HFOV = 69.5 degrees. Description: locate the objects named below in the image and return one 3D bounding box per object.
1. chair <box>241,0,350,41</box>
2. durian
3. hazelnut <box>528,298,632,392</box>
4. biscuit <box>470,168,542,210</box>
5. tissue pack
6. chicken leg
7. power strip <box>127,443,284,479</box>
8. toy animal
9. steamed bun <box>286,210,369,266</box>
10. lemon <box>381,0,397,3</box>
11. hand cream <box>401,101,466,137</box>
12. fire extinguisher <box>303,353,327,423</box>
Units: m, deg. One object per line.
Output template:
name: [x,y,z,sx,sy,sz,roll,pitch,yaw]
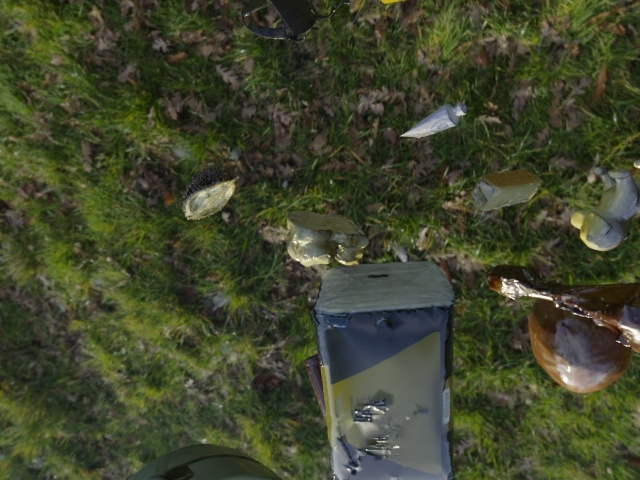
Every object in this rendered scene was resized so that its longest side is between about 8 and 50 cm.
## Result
chair: [-0.073,-0.532,1.046,0.213,0.174,0.149,0,134,53]
durian: [-0.220,-0.105,0.904,0.140,0.110,0.071,-37,79,12]
hazelnut: [0.509,0.197,0.921,0.214,0.214,0.176,38,131,-17]
biscuit: [0.343,-0.092,0.848,0.052,0.188,0.056,46,130,32]
tissue pack: [0.137,0.276,0.971,0.265,0.253,0.415,-3,109,5]
chicken leg: [0.379,0.084,0.660,0.113,0.093,0.305,24,177,-42]
power strip: [-0.172,0.479,0.670,0.357,0.357,0.162,46,153,-23]
toy animal: [0.644,-0.086,0.977,0.234,0.121,0.168,-23,102,-3]
steamed bun: [0.000,0.000,1.066,0.178,0.192,0.106,3,111,-28]
lemon: [0.107,-0.431,0.574,0.234,0.288,0.233,6,104,26]
hand cream: [0.256,-0.260,1.025,0.142,0.084,0.053,-26,79,41]
fire extinguisher: [0.040,0.481,1.427,0.105,0.105,0.268,-28,79,31]
